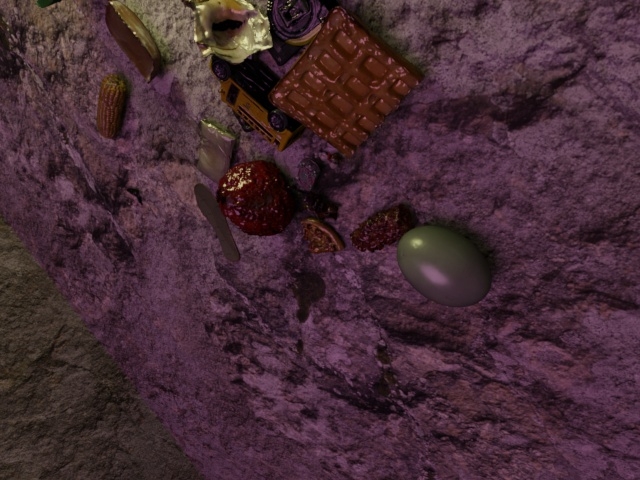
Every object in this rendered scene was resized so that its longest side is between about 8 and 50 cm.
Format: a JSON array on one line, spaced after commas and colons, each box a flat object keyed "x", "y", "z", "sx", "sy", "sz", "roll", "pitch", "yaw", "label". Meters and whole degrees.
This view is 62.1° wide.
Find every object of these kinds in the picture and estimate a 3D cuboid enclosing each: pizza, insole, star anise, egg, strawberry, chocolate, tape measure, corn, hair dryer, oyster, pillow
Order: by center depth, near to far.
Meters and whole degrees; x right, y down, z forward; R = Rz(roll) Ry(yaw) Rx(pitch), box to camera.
[{"x": -0.047, "y": -0.597, "z": 1.391, "sx": 0.186, "sy": 0.112, "sz": 0.199, "roll": -29, "pitch": 95, "yaw": 35, "label": "tape measure"}, {"x": 0.345, "y": 0.072, "z": 1.498, "sx": 0.283, "sy": 0.203, "sz": 0.202, "roll": 31, "pitch": 132, "yaw": 10, "label": "egg"}, {"x": -0.270, "y": -0.608, "z": 1.520, "sx": 0.275, "sy": 0.271, "sz": 0.100, "roll": 2, "pitch": 151, "yaw": -4, "label": "oyster"}, {"x": -0.026, "y": -0.123, "z": 1.724, "sx": 0.191, "sy": 0.070, "sz": 0.097, "roll": 26, "pitch": 163, "yaw": -6, "label": "star anise"}, {"x": -0.232, "y": -0.129, "z": 1.772, "sx": 0.274, "sy": 0.220, "sz": 0.274, "roll": 17, "pitch": 123, "yaw": 28, "label": "strawberry"}, {"x": -0.611, "y": -0.673, "z": 1.778, "sx": 0.261, "sy": 0.083, "sz": 0.161, "roll": 55, "pitch": 151, "yaw": -6, "label": "chocolate"}, {"x": 0.000, "y": 0.000, "z": 1.808, "sx": 0.175, "sy": 0.046, "sz": 0.134, "roll": 31, "pitch": 132, "yaw": 15, "label": "pizza"}, {"x": -0.371, "y": -0.304, "z": 1.874, "sx": 0.148, "sy": 0.050, "sz": 0.229, "roll": 36, "pitch": 136, "yaw": 17, "label": "pillow"}, {"x": -0.795, "y": -0.501, "z": 2.018, "sx": 0.101, "sy": 0.101, "sz": 0.291, "roll": 40, "pitch": 137, "yaw": 8, "label": "corn"}, {"x": -0.404, "y": -0.065, "z": 2.082, "sx": 0.119, "sy": 0.009, "sz": 0.348, "roll": -5, "pitch": 115, "yaw": 37, "label": "insole"}, {"x": -0.790, "y": -0.186, "z": 2.274, "sx": 0.079, "sy": 0.031, "sz": 0.083, "roll": 16, "pitch": 135, "yaw": 40, "label": "hair dryer"}]

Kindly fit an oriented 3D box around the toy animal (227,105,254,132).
[{"x": -0.256, "y": -0.414, "z": 1.719, "sx": 0.065, "sy": 0.047, "sz": 0.135, "roll": -10, "pitch": 118, "yaw": 48, "label": "toy animal"}]

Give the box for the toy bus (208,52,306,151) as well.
[{"x": -0.186, "y": -0.428, "z": 1.589, "sx": 0.331, "sy": 0.145, "sz": 0.151, "roll": 42, "pitch": 144, "yaw": 2, "label": "toy bus"}]

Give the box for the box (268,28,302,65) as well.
[{"x": -0.114, "y": -0.581, "z": 1.517, "sx": 0.125, "sy": 0.027, "sz": 0.126, "roll": -28, "pitch": 101, "yaw": 43, "label": "box"}]

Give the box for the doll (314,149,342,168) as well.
[{"x": 0.026, "y": -0.255, "z": 1.629, "sx": 0.085, "sy": 0.040, "sz": 0.058, "roll": 40, "pitch": 144, "yaw": 7, "label": "doll"}]

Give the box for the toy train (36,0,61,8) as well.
[{"x": -0.807, "y": -0.863, "z": 1.650, "sx": 0.120, "sy": 0.301, "sz": 0.202, "roll": -13, "pitch": 120, "yaw": 39, "label": "toy train"}]

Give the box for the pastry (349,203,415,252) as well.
[{"x": 0.186, "y": -0.035, "z": 1.615, "sx": 0.208, "sy": 0.097, "sz": 0.115, "roll": -31, "pitch": 102, "yaw": 42, "label": "pastry"}]

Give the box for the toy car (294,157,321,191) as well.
[{"x": -0.037, "y": -0.210, "z": 1.689, "sx": 0.069, "sy": 0.055, "sz": 0.142, "roll": 37, "pitch": 154, "yaw": 6, "label": "toy car"}]

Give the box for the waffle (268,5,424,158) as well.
[{"x": 0.062, "y": -0.409, "z": 1.405, "sx": 0.304, "sy": 0.077, "sz": 0.348, "roll": 35, "pitch": 136, "yaw": -15, "label": "waffle"}]
